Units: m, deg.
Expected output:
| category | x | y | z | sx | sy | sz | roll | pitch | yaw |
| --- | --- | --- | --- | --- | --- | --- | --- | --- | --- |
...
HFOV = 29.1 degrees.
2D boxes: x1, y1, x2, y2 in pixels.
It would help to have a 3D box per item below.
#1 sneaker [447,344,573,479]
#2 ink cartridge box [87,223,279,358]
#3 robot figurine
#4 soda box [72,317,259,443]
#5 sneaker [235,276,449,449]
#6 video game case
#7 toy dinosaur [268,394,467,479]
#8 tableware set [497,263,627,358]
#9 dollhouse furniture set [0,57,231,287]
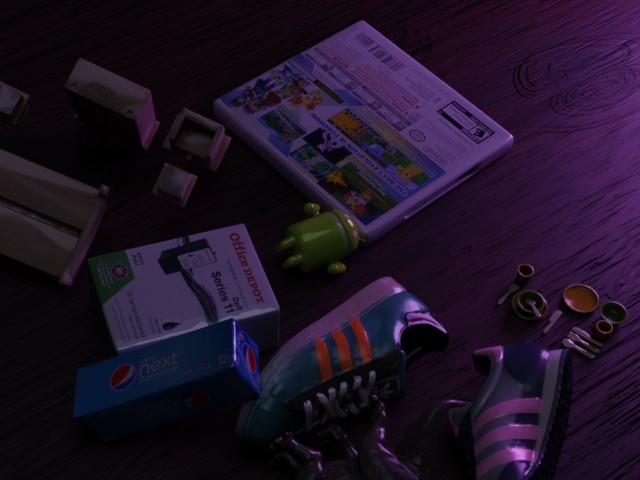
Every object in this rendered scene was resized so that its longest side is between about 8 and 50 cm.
| category | x | y | z | sx | sy | sz | roll | pitch | yaw |
| --- | --- | --- | --- | --- | --- | --- | --- | --- | --- |
| sneaker | 0.200 | 0.252 | 1.421 | 0.131 | 0.112 | 0.319 | 6 | 45 | 23 |
| ink cartridge box | -0.169 | 0.078 | 1.532 | 0.208 | 0.087 | 0.153 | -14 | 53 | -17 |
| robot figurine | 0.000 | 0.000 | 1.623 | 0.115 | 0.067 | 0.101 | -21 | 84 | -19 |
| soda box | -0.176 | 0.162 | 1.416 | 0.210 | 0.067 | 0.071 | -19 | 47 | 16 |
| sneaker | 0.034 | 0.159 | 1.467 | 0.121 | 0.108 | 0.302 | 34 | 54 | 27 |
| video game case | 0.061 | -0.166 | 1.791 | 0.300 | 0.036 | 0.329 | -33 | 60 | -28 |
| toy dinosaur | 0.037 | 0.277 | 1.386 | 0.313 | 0.121 | 0.160 | -19 | 66 | -25 |
| tableware set | 0.318 | 0.082 | 1.609 | 0.154 | 0.024 | 0.104 | 31 | 54 | 21 |
| dollhouse furniture set | -0.329 | -0.038 | 1.651 | 0.303 | 0.174 | 0.355 | 24 | 81 | -1 |
